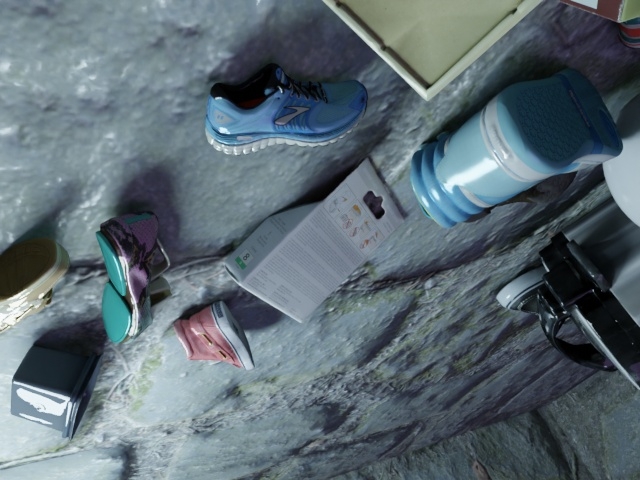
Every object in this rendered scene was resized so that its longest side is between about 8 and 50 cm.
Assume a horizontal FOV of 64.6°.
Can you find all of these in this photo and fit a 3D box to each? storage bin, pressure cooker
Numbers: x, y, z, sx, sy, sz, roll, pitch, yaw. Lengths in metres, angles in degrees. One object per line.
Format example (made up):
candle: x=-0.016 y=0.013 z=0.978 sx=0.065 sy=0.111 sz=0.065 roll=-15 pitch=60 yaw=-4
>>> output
storage bin: x=-0.364 y=0.199 z=0.697 sx=0.091 sy=0.098 sz=0.135 roll=22 pitch=131 yaw=-14
pressure cooker: x=0.617 y=0.087 z=0.925 sx=0.420 sy=0.369 sz=0.375 roll=-38 pitch=177 yaw=20

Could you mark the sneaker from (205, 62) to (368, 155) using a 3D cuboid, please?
sneaker: x=-0.029 y=-0.130 z=0.477 sx=0.162 sy=0.063 sz=0.073 roll=-15 pitch=142 yaw=-16

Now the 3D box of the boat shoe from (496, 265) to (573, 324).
boat shoe: x=0.551 y=0.133 z=1.164 sx=0.335 sy=0.119 sz=0.121 roll=-1 pitch=140 yaw=-32

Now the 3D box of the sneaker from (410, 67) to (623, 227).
sneaker: x=0.234 y=-0.110 z=0.644 sx=0.319 sy=0.127 sz=0.208 roll=-14 pitch=168 yaw=-42

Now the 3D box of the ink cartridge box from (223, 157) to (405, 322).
ink cartridge box: x=0.000 y=0.000 z=0.704 sx=0.224 sy=0.056 sz=0.181 roll=-47 pitch=145 yaw=-2

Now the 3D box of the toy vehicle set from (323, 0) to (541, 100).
toy vehicle set: x=0.097 y=-0.223 z=0.290 sx=0.166 sy=0.035 sz=0.267 roll=42 pitch=141 yaw=-9

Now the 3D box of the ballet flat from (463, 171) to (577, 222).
ballet flat: x=0.285 y=-0.085 z=0.758 sx=0.250 sy=0.058 sz=0.084 roll=-18 pitch=125 yaw=-21

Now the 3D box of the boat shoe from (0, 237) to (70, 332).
boat shoe: x=-0.320 y=0.052 z=0.543 sx=0.170 sy=0.063 sz=0.059 roll=-28 pitch=151 yaw=21

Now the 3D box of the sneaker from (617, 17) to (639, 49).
sneaker: x=0.400 y=-0.284 z=0.545 sx=0.161 sy=0.057 sz=0.075 roll=-38 pitch=150 yaw=23

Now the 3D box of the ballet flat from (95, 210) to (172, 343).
ballet flat: x=-0.216 y=0.049 z=0.601 sx=0.079 sy=0.077 sz=0.221 roll=-26 pitch=152 yaw=-36

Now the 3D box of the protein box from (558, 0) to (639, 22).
protein box: x=0.250 y=-0.288 z=0.332 sx=0.200 sy=0.136 sz=0.201 roll=-20 pitch=132 yaw=-8

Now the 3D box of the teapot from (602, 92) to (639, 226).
teapot: x=0.521 y=-0.125 z=0.651 sx=0.253 sy=0.256 sz=0.187 roll=-32 pitch=173 yaw=-12

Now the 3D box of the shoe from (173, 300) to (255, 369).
shoe: x=-0.163 y=0.162 z=0.796 sx=0.081 sy=0.063 sz=0.178 roll=-21 pitch=141 yaw=-4
